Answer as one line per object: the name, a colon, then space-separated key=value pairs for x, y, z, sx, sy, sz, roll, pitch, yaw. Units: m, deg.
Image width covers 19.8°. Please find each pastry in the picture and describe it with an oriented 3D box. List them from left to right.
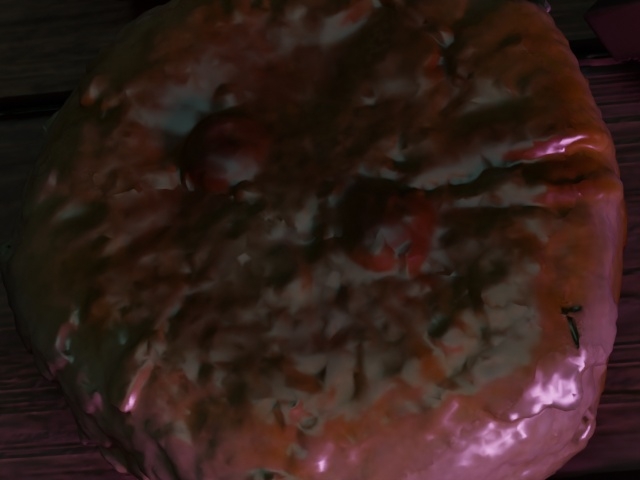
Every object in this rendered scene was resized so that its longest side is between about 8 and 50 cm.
pastry: x=0.000 y=0.000 z=0.896 sx=0.329 sy=0.136 sz=0.330 roll=-4 pitch=63 yaw=9

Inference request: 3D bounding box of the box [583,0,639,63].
box: x=0.267 y=-0.156 z=0.890 sx=0.215 sy=0.215 sz=0.086 roll=-45 pitch=103 yaw=-16
